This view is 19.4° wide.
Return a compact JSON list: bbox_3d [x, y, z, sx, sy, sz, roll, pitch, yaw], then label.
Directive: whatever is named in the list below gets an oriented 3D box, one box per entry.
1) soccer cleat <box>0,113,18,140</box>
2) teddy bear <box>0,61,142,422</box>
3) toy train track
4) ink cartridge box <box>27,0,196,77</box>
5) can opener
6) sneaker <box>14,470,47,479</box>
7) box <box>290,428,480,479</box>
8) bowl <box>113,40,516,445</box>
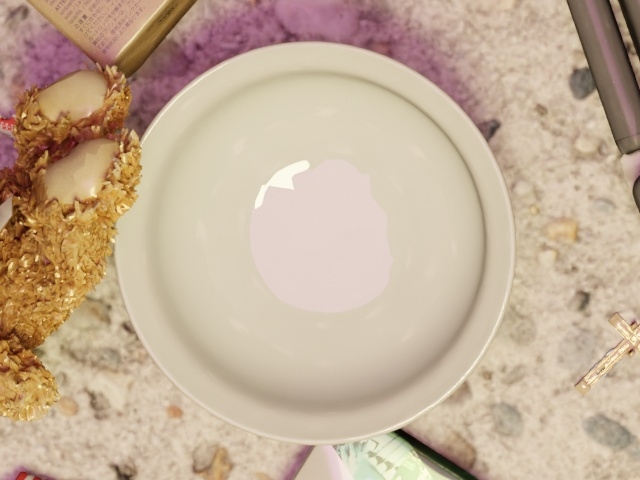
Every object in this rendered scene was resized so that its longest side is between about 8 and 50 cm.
[{"bbox_3d":[-0.227,-0.080,1.502,0.083,0.029,0.036,10,90,1],"label":"soccer cleat"},{"bbox_3d":[-0.217,0.024,1.405,0.113,0.245,0.338,17,106,-32],"label":"teddy bear"},{"bbox_3d":[0.232,0.090,1.468,0.083,0.014,0.048,-45,88,7],"label":"toy train track"},{"bbox_3d":[-0.150,-0.274,1.453,0.193,0.088,0.235,43,97,4],"label":"ink cartridge box"},{"bbox_3d":[0.254,-0.096,1.415,0.076,0.095,0.283,-19,91,6],"label":"can opener"},{"bbox_3d":[-0.247,0.244,1.513,0.067,0.042,0.118,27,88,0],"label":"sneaker"},{"bbox_3d":[0.092,0.304,1.472,0.322,0.058,0.232,32,96,3],"label":"box"},{"bbox_3d":[0.000,0.000,1.428,0.297,0.134,0.298,0,93,5],"label":"bowl"}]
